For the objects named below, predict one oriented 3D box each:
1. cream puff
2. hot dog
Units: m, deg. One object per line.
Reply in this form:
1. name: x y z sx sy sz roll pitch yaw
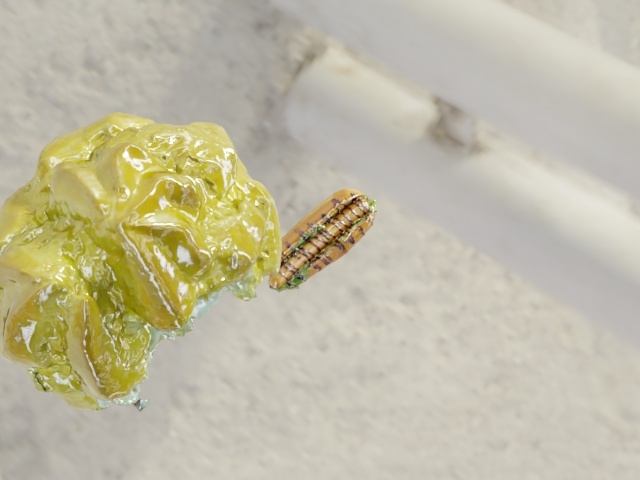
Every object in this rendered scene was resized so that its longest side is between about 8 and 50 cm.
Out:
1. cream puff: -0.137 0.005 1.373 0.221 0.195 0.195 -45 137 -6
2. hot dog: 0.000 0.000 1.729 0.122 0.037 0.049 -43 101 -13
